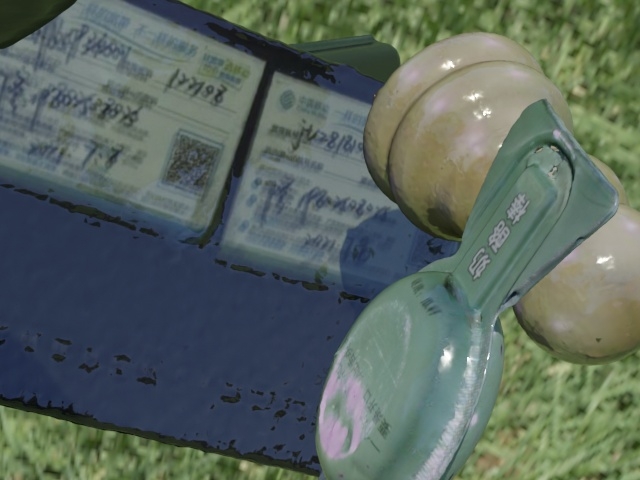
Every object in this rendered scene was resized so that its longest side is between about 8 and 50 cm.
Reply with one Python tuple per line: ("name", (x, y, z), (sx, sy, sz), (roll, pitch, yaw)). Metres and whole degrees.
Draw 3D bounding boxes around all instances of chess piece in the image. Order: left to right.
("chess piece", (0.092, -0.009, 0.806), (0.094, 0.094, 0.170), (-13, 41, -18))

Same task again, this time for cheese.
("cheese", (0.030, 0.024, 0.459), (0.026, 0.121, 0.067), (23, 21, -25))

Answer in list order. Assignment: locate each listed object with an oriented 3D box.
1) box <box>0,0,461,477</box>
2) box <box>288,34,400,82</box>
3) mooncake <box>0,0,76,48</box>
("box", (-0.062, -0.004, 0.922), (0.350, 0.058, 0.211), (19, 89, -35))
("box", (-0.015, -0.041, 1.117), (0.050, 0.160, 0.230), (10, 12, 21))
("mooncake", (-0.162, -0.123, 0.389), (0.275, 0.275, 0.135), (3, 84, -10))
